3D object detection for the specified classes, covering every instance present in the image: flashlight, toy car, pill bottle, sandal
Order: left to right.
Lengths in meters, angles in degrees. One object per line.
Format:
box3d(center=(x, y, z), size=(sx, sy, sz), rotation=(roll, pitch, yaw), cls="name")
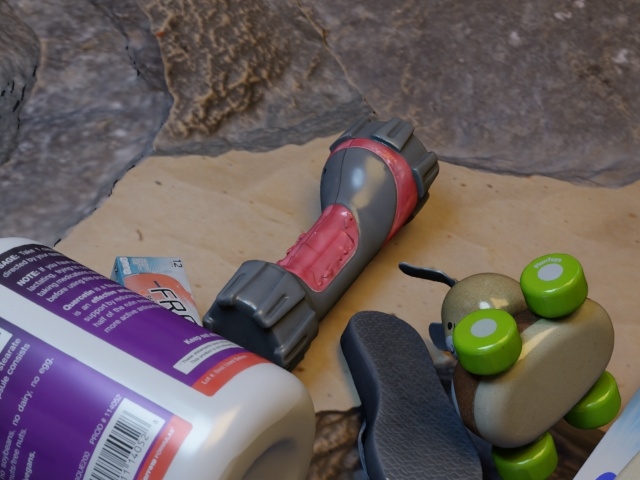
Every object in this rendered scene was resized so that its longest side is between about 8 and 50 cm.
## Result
box3d(center=(-0.176, 0.114, 1.294), size=(0.323, 0.181, 0.181), rotation=(26, 39, 23), cls="pill bottle")
box3d(center=(0.000, 0.000, 1.586), size=(0.103, 0.103, 0.304), rotation=(32, 40, 10), cls="flashlight")
box3d(center=(0.069, 0.155, 1.494), size=(0.097, 0.054, 0.254), rotation=(17, 30, -17), cls="sandal")
box3d(center=(0.133, 0.082, 1.512), size=(0.149, 0.155, 0.188), rotation=(-38, 38, -22), cls="toy car")

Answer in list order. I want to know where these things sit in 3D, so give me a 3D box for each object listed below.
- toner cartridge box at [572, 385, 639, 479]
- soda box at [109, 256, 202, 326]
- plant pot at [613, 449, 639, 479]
box3d(center=(0.304, 0.206, 1.486), size=(0.165, 0.075, 0.348), rotation=(19, 37, 23), cls="toner cartridge box")
box3d(center=(-0.124, 0.096, 1.455), size=(0.058, 0.063, 0.183), rotation=(1, 44, -23), cls="soda box")
box3d(center=(0.272, 0.200, 1.338), size=(0.096, 0.109, 0.109), rotation=(-24, 41, -16), cls="plant pot")
